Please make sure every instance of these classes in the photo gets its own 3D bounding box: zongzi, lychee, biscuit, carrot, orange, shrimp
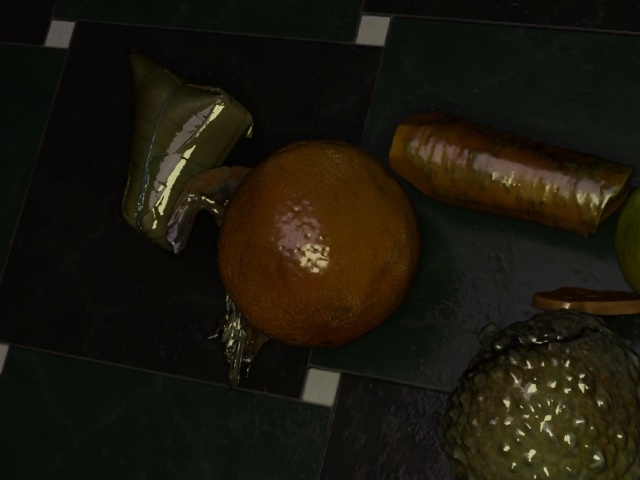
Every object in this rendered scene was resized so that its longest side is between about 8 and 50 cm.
[{"bbox_3d":[-0.240,-0.135,1.919,0.256,0.115,0.228,32,90,33],"label":"zongzi"},{"bbox_3d":[0.260,0.207,1.537,0.255,0.255,0.274,-37,68,6],"label":"lychee"},{"bbox_3d":[0.317,0.074,1.646,0.140,0.118,0.023,-1,96,-12],"label":"biscuit"},{"bbox_3d":[0.232,-0.081,1.723,0.301,0.114,0.114,18,80,22],"label":"carrot"},{"bbox_3d":[0.000,0.000,1.708,0.264,0.264,0.264,-6,71,18],"label":"orange"},{"bbox_3d":[-0.129,0.041,1.815,0.169,0.058,0.296,14,74,-10],"label":"shrimp"}]

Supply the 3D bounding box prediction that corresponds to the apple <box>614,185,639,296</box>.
[{"bbox_3d":[0.433,0.007,1.579,0.196,0.196,0.157,18,107,24],"label":"apple"}]
